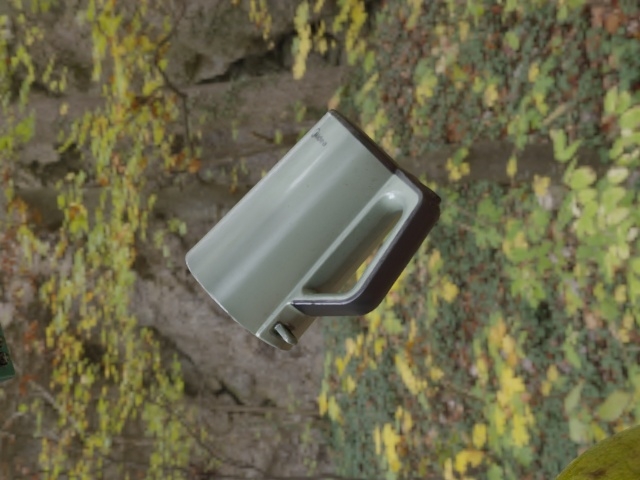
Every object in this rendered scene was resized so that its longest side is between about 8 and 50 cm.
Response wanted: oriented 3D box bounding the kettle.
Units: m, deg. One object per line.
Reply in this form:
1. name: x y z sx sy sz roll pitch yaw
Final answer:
1. kettle: 0.000 0.000 1.587 0.250 0.376 0.361 39 -174 -38

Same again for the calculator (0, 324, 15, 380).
1. calculator: -0.545 0.098 1.328 0.248 0.058 0.274 13 -125 -78

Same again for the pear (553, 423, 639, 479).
1. pear: 0.312 0.264 0.729 0.253 0.307 0.253 180 90 -65
